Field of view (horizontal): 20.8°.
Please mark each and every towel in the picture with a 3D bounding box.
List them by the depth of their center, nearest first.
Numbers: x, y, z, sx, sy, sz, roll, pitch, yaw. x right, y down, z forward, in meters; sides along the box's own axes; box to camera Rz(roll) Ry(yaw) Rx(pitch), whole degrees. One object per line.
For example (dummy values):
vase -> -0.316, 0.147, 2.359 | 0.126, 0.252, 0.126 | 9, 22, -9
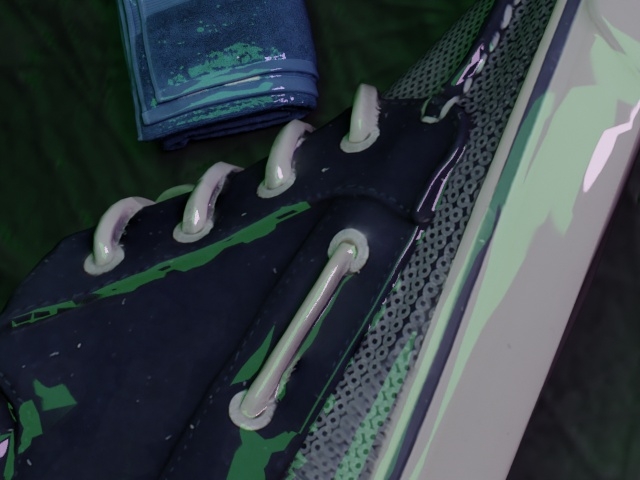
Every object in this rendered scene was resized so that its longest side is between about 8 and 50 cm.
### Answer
towel -> -0.041, -0.094, 0.618 | 0.067, 0.029, 0.119 | -14, 68, 6

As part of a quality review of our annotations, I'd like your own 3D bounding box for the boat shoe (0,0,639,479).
boat shoe -> 0.000, 0.000, 0.521 | 0.158, 0.127, 0.340 | 21, 77, 10
